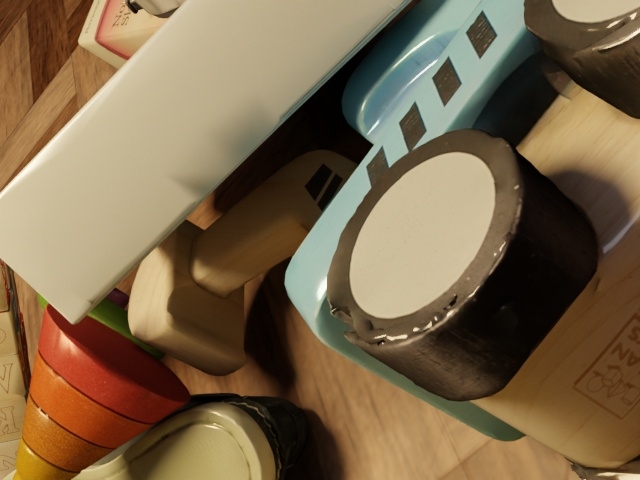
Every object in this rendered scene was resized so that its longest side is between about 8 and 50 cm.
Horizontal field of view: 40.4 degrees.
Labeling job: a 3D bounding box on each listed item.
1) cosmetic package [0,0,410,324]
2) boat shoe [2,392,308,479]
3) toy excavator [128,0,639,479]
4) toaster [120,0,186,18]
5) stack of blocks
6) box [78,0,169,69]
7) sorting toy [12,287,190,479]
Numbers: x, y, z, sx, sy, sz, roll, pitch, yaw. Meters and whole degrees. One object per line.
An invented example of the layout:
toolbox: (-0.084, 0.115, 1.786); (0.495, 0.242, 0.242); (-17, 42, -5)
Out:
cosmetic package: (-0.079, -0.115, 0.668); (0.284, 0.097, 0.377); (-45, 10, 8)
boat shoe: (-0.147, 0.202, 0.721); (0.340, 0.113, 0.127); (-34, 82, 31)
toy excavator: (0.060, -0.016, 0.554); (0.433, 0.222, 0.445); (-53, 29, 9)
toaster: (-0.137, -0.305, 0.785); (0.226, 0.146, 0.129); (-20, 58, 27)
stack of blocks: (-0.324, 0.131, 0.830); (0.171, 0.087, 0.297); (-131, 36, -61)
box: (-0.150, -0.264, 0.983); (0.232, 0.126, 0.149); (8, 75, 50)
sorting toy: (-0.210, 0.111, 0.729); (0.126, 0.127, 0.365); (-56, 18, -3)
